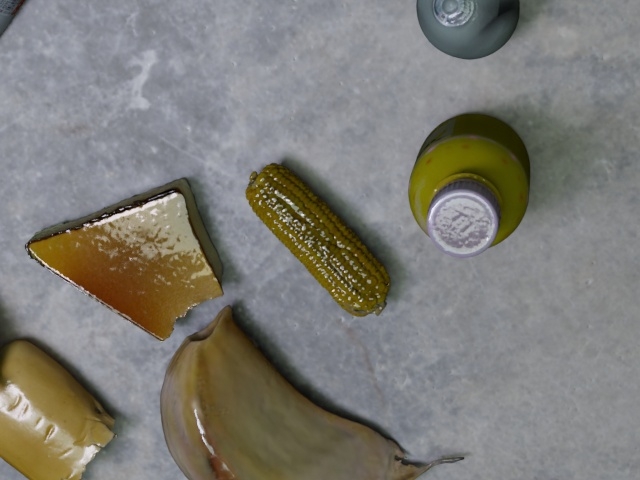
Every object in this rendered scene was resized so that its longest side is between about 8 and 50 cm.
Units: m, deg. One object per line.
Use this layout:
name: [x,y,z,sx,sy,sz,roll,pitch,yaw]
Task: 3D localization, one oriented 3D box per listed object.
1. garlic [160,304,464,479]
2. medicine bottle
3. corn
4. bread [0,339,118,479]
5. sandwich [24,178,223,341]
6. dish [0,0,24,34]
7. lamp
garlic: [-0.033,0.236,1.539,0.338,0.151,0.196,33,97,-3]
medicine bottle: [0.146,-0.047,1.372,0.122,0.212,0.121,3,108,9]
corn: [0.000,0.000,1.490,0.068,0.068,0.207,-40,95,19]
bread: [-0.332,0.209,1.603,0.173,0.085,0.134,39,109,-4]
sandwich: [-0.210,0.037,1.542,0.193,0.058,0.162,-18,104,12]
dish: [-0.372,-0.294,1.439,0.151,0.077,0.212,35,110,-16]
lamp: [0.146,-0.232,1.371,0.105,0.105,0.105,3,108,9]
